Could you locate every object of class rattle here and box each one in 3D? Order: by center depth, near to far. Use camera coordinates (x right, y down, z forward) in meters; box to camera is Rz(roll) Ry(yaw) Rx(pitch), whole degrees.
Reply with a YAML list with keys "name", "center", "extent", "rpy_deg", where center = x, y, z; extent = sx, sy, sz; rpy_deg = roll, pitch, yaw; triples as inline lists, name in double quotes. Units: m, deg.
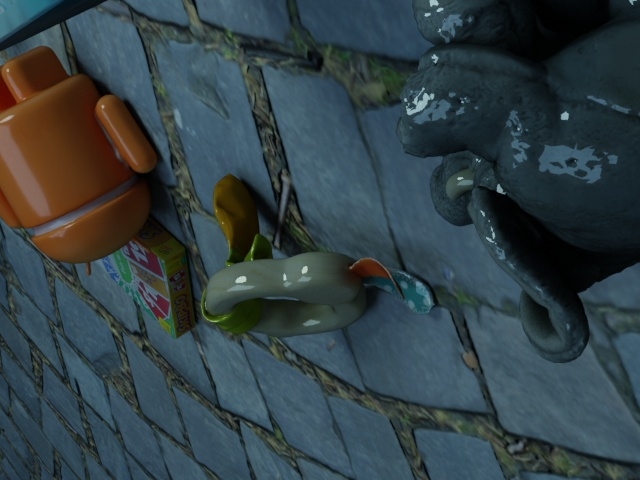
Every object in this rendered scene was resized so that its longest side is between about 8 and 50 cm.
- name: "rattle"
  center: [0.000, 0.000, 0.944]
  extent: [0.130, 0.143, 0.199]
  rpy_deg: [32, 145, -24]

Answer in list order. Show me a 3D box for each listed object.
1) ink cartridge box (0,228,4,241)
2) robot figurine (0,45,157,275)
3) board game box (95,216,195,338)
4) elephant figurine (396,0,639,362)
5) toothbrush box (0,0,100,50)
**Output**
- name: "ink cartridge box"
  center: [-0.652, -0.099, 1.638]
  extent: [0.091, 0.385, 0.308]
  rpy_deg: [-105, 5, -49]
- name: "robot figurine"
  center: [-0.246, -0.071, 1.167]
  extent: [0.219, 0.158, 0.128]
  rpy_deg: [62, 169, -12]
- name: "board game box"
  center: [-0.227, -0.014, 1.310]
  extent: [0.259, 0.039, 0.124]
  rpy_deg: [42, 150, 33]
- name: "elephant figurine"
  center: [0.129, -0.028, 0.595]
  extent: [0.169, 0.186, 0.239]
  rpy_deg: [-2, 144, 10]
- name: "toothbrush box"
  center: [-0.106, -0.212, 0.677]
  extent: [0.295, 0.216, 0.126]
  rpy_deg: [-5, 115, 62]
